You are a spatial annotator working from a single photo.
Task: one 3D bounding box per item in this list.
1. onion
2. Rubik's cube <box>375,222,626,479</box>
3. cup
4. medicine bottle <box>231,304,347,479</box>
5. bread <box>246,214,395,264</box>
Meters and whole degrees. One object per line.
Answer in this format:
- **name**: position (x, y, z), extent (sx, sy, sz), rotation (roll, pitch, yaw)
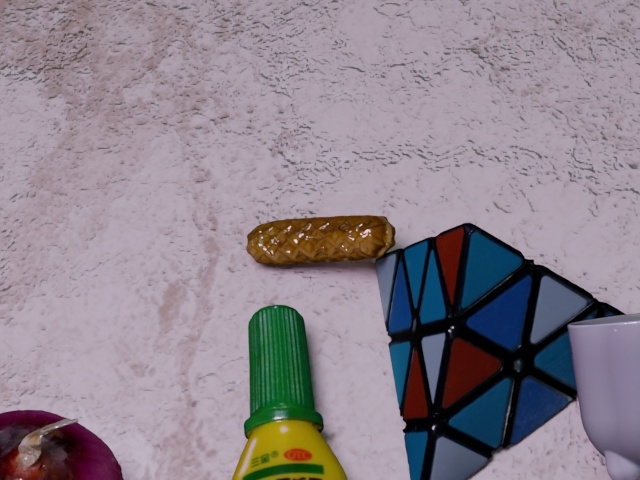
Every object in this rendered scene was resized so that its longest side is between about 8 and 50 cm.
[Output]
- **onion**: position (-0.262, 0.232, 1.677), extent (0.177, 0.153, 0.177), rotation (-8, 62, 15)
- **Rubik's cube**: position (0.106, 0.043, 1.757), extent (0.284, 0.250, 0.234), rotation (-37, 39, -12)
- **cup**: position (0.304, 0.135, 1.677), extent (0.134, 0.173, 0.142), rotation (-8, 90, 32)
- **medicine bottle**: position (-0.032, 0.197, 1.713), extent (0.111, 0.076, 0.309), rotation (-7, 53, 2)
- **bread**: position (0.000, 0.000, 1.843), extent (0.157, 0.044, 0.052), rotation (-4, 10, 29)
